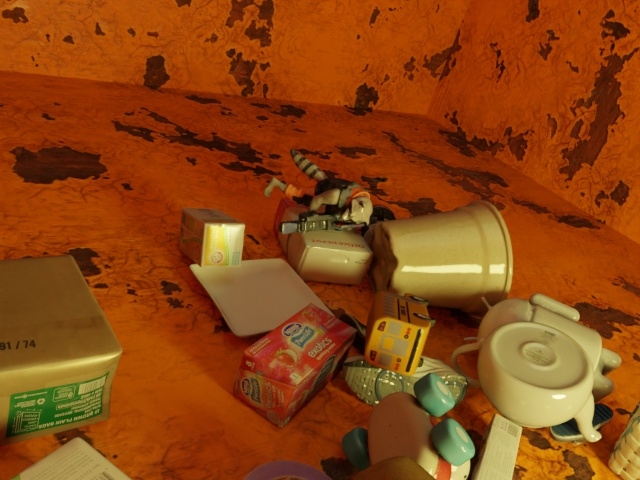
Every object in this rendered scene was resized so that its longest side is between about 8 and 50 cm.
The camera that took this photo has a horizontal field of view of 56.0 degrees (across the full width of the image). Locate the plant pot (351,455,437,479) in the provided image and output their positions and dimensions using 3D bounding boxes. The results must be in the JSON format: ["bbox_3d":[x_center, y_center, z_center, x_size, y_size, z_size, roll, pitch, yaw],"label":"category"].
[{"bbox_3d":[0.140,0.442,0.836,0.237,0.237,0.254,2,38,-29],"label":"plant pot"}]

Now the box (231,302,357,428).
[{"bbox_3d":[-0.047,0.247,1.239,0.128,0.122,0.257,29,28,20],"label":"box"}]

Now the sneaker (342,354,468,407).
[{"bbox_3d":[0.175,0.301,1.334,0.297,0.110,0.129,15,14,-23],"label":"sneaker"}]

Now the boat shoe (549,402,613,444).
[{"bbox_3d":[0.588,0.429,1.366,0.183,0.066,0.066,-7,35,-24],"label":"boat shoe"}]

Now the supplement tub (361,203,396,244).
[{"bbox_3d":[0.188,-0.040,1.936,0.117,0.116,0.190,17,28,-4],"label":"supplement tub"}]

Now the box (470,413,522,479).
[{"bbox_3d":[0.326,0.456,1.154,0.067,0.063,0.324,25,27,14],"label":"box"}]

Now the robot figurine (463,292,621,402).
[{"bbox_3d":[0.542,0.270,1.490,0.354,0.199,0.299,26,58,11],"label":"robot figurine"}]

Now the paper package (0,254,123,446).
[{"bbox_3d":[-0.543,0.180,1.001,0.325,0.168,0.309,-4,36,-39],"label":"paper package"}]

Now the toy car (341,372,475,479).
[{"bbox_3d":[0.202,0.404,1.085,0.238,0.219,0.210,39,18,-26],"label":"toy car"}]

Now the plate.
[{"bbox_3d":[-0.145,0.140,1.464,0.278,0.045,0.277,-4,33,-37],"label":"plate"}]

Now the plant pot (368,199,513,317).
[{"bbox_3d":[0.304,0.057,1.660,0.306,0.333,0.333,-2,32,-14],"label":"plant pot"}]

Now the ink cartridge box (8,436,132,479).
[{"bbox_3d":[-0.270,0.433,0.752,0.354,0.119,0.207,29,28,21],"label":"ink cartridge box"}]

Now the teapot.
[{"bbox_3d":[0.450,0.312,1.314,0.253,0.187,0.256,-5,36,-12],"label":"teapot"}]

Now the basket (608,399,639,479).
[{"bbox_3d":[0.784,0.425,1.314,0.289,0.254,0.201,-29,49,-32],"label":"basket"}]

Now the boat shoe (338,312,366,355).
[{"bbox_3d":[0.100,0.232,1.448,0.049,0.056,0.152,8,31,-44],"label":"boat shoe"}]

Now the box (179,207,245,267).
[{"bbox_3d":[-0.277,-0.009,1.519,0.103,0.114,0.203,1,12,-29],"label":"box"}]

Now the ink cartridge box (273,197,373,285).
[{"bbox_3d":[0.000,0.000,1.739,0.207,0.117,0.283,7,29,-23],"label":"ink cartridge box"}]

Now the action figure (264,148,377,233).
[{"bbox_3d":[-0.003,-0.122,1.652,0.330,0.178,0.341,26,24,36],"label":"action figure"}]

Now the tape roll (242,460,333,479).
[{"bbox_3d":[-0.048,0.441,0.926,0.189,0.080,0.189,14,27,-7],"label":"tape roll"}]

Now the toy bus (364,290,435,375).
[{"bbox_3d":[0.172,0.191,1.333,0.130,0.108,0.332,15,8,4],"label":"toy bus"}]
